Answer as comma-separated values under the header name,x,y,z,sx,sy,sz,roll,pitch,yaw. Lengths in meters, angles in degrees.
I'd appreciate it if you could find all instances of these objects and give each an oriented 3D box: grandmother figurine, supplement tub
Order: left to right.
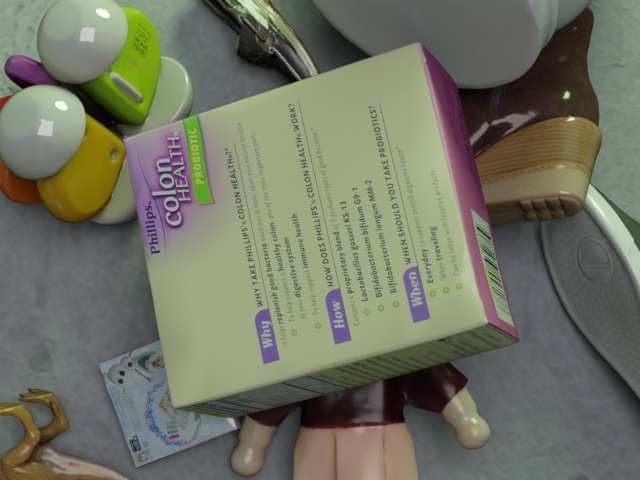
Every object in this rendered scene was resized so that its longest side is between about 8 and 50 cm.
name,x,y,z,sx,sy,sz,roll,pitch,yaw
grandmother figurine,0.030,0.147,1.181,0.208,0.104,0.342,-4,81,-3
supplement tub,0.143,-0.311,1.183,0.241,0.241,0.331,30,66,-2

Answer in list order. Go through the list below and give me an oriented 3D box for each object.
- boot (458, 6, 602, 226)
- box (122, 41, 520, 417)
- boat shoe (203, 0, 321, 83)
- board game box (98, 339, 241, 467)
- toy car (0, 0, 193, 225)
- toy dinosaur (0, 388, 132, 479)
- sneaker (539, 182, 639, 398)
name,x,y,z,sx,sy,sz,roll,pitch,yaw
boot,0.112,-0.107,1.256,0.248,0.090,0.207,-2,58,13
box,0.000,0.000,1.109,0.243,0.117,0.213,-17,75,15
boat shoe,-0.052,-0.172,1.253,0.049,0.056,0.152,-36,77,-8
board game box,-0.121,0.125,1.191,0.090,0.020,0.090,-22,84,9
toy car,-0.200,-0.107,1.185,0.136,0.159,0.182,14,76,31
toy dinosaur,-0.218,0.178,1.169,0.211,0.064,0.112,-3,99,0
sneaker,0.309,0.051,1.251,0.147,0.104,0.296,-25,73,-30
